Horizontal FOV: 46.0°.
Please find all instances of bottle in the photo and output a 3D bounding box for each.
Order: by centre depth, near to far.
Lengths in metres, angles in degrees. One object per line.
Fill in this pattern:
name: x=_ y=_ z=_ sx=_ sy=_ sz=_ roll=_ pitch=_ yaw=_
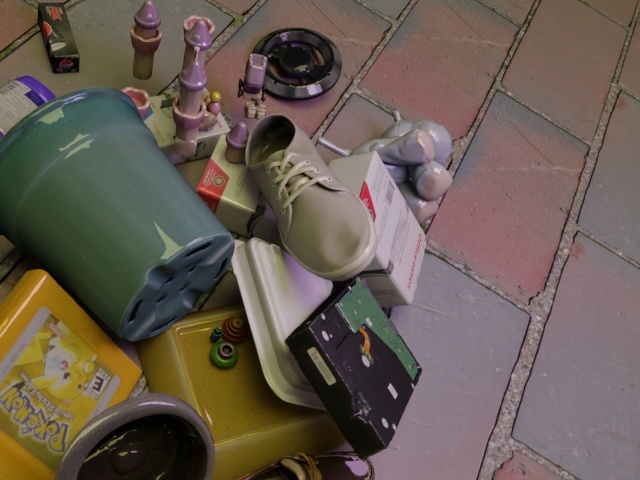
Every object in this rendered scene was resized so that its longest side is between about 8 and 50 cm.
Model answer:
bottle: x=-0.649 y=-0.216 z=1.481 sx=0.118 sy=0.092 sz=0.283 roll=37 pitch=52 yaw=5

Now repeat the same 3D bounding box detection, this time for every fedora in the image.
fedora: x=-0.307 y=0.359 z=1.189 sx=0.275 sy=0.124 sz=0.244 roll=-27 pitch=108 yaw=-35

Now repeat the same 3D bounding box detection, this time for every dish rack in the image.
dish rack: x=-0.030 y=0.148 z=1.403 sx=0.285 sy=0.072 sz=0.333 roll=29 pitch=35 yaw=-52

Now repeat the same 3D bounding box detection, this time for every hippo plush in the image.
hippo plush: x=0.189 y=-0.170 z=1.762 sx=0.294 sy=0.234 sz=0.236 roll=0 pitch=24 yaw=28

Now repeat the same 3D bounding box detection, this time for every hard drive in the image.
hard drive: x=0.070 y=0.210 z=1.350 sx=0.237 sy=0.064 sz=0.339 roll=57 pitch=22 yaw=-2

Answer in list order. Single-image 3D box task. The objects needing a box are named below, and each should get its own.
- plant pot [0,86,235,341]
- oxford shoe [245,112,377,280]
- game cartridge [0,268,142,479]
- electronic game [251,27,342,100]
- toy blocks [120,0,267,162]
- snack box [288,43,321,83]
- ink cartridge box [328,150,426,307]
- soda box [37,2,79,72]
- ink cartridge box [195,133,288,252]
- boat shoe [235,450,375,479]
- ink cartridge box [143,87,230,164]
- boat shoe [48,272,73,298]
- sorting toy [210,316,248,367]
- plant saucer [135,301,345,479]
plant pot: x=-0.347 y=-0.028 z=1.305 sx=0.334 sy=0.341 sz=0.341 roll=43 pitch=53 yaw=15
oxford shoe: x=-0.036 y=-0.092 z=1.411 sx=0.169 sy=0.130 sz=0.449 roll=-34 pitch=46 yaw=4
game cartridge: x=-0.442 y=0.256 z=1.171 sx=0.285 sy=0.052 sz=0.324 roll=58 pitch=41 yaw=-36
electronic game: x=-0.060 y=-0.443 z=1.881 sx=0.229 sy=0.048 sz=0.229 roll=1 pitch=61 yaw=-3
toy blocks: x=-0.239 y=-0.348 z=1.521 sx=0.308 sy=0.260 sz=0.289 roll=8 pitch=49 yaw=-13
snack box: x=-0.036 y=-0.462 z=1.940 sx=0.064 sy=0.022 sz=0.178 roll=-5 pitch=61 yaw=-23
ink cartridge box: x=0.104 y=-0.016 z=1.556 sx=0.273 sy=0.114 sz=0.197 roll=53 pitch=41 yaw=-37
soda box: x=-0.589 y=-0.456 z=1.690 sx=0.060 sy=0.053 sz=0.169 roll=-10 pitch=62 yaw=-28
ink cartridge box: x=-0.136 y=-0.099 z=1.609 sx=0.237 sy=0.100 sz=0.172 roll=22 pitch=53 yaw=-7
boat shoe: x=-0.046 y=0.426 z=1.283 sx=0.341 sy=0.123 sz=0.123 roll=-4 pitch=60 yaw=-25
ink cartridge box: x=-0.314 y=-0.247 z=1.647 sx=0.190 sy=0.082 sz=0.140 roll=-19 pitch=66 yaw=-30
boat shoe: x=-0.476 y=0.088 z=1.380 sx=0.050 sy=0.045 sz=0.135 roll=9 pitch=42 yaw=-15
sorting toy: x=-0.165 y=0.174 z=1.353 sx=0.061 sy=0.042 sz=0.102 roll=22 pitch=53 yaw=-7
plant saucer: x=-0.139 y=0.253 z=1.388 sx=0.332 sy=0.081 sz=0.333 roll=-10 pitch=63 yaw=-28
